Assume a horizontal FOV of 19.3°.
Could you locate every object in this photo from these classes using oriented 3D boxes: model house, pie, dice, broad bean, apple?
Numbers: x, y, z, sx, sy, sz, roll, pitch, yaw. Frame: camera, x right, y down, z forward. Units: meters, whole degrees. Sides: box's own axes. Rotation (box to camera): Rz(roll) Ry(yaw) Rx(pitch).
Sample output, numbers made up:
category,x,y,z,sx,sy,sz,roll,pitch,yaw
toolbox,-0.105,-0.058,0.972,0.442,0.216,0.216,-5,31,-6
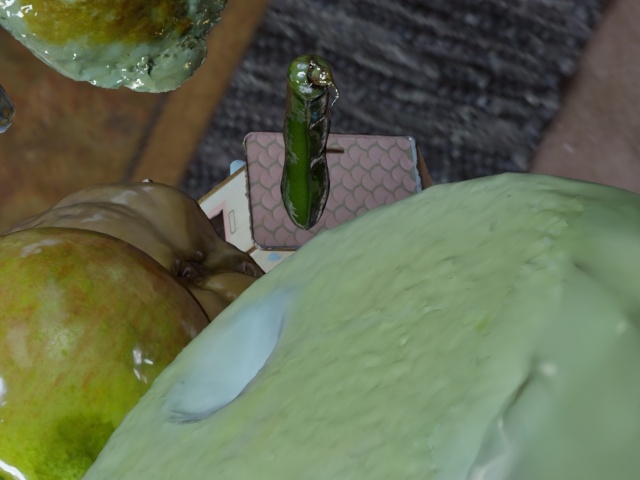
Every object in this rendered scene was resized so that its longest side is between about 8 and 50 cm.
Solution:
category,x,y,z,sx,sy,sz,roll,pitch,yaw
model house,0.000,0.000,1.737,0.326,0.169,0.244,27,135,-33
pie,-0.173,-0.274,1.673,0.257,0.105,0.274,43,80,-20
dice,0.059,0.144,0.623,0.252,0.254,0.250,42,57,-19
broad bean,-0.009,-0.078,1.361,0.039,0.069,0.227,-7,157,-5
apple,-0.152,0.093,1.085,0.196,0.196,0.196,-11,122,-19

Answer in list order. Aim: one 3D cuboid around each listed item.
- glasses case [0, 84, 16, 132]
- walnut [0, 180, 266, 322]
category,x,y,z,sx,sy,sz,roll,pitch,yaw
glasses case,-0.380,-0.180,1.790,0.065,0.087,0.248,-52,143,-5
walnut,-0.155,0.138,1.415,0.306,0.306,0.344,13,125,-30
